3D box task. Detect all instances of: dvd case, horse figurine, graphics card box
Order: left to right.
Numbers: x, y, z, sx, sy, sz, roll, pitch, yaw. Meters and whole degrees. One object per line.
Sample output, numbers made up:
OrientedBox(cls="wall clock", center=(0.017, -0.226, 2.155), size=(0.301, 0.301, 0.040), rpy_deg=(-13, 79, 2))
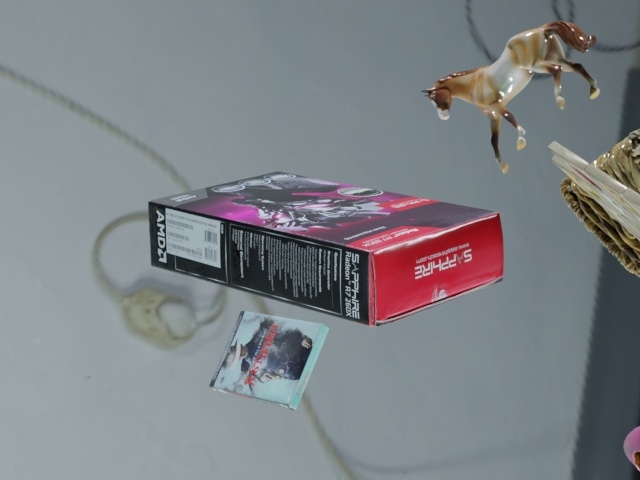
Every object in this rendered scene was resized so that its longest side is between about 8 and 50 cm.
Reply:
OrientedBox(cls="dvd case", center=(-0.052, 0.115, 1.290), size=(0.013, 0.119, 0.087), rpy_deg=(36, 70, -40))
OrientedBox(cls="graphics card box", center=(0.000, 0.000, 1.556), size=(0.233, 0.371, 0.094), rpy_deg=(-16, 110, -44))
OrientedBox(cls="horse figurine", center=(0.284, -0.225, 1.869), size=(0.066, 0.263, 0.174), rpy_deg=(10, 45, -48))

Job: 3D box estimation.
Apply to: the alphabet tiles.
OrientedBox(cls="alphabet tiles", center=(0.346, 0.033, 1.170), size=(0.342, 0.285, 0.011), rpy_deg=(36, 96, -33))

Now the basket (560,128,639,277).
OrientedBox(cls="basket", center=(0.477, -0.058, 1.541), size=(0.299, 0.223, 0.213), rpy_deg=(-25, 83, -16))

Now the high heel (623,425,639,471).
OrientedBox(cls="high heel", center=(0.402, 0.295, 1.579), size=(0.082, 0.244, 0.117), rpy_deg=(43, 81, -12))
